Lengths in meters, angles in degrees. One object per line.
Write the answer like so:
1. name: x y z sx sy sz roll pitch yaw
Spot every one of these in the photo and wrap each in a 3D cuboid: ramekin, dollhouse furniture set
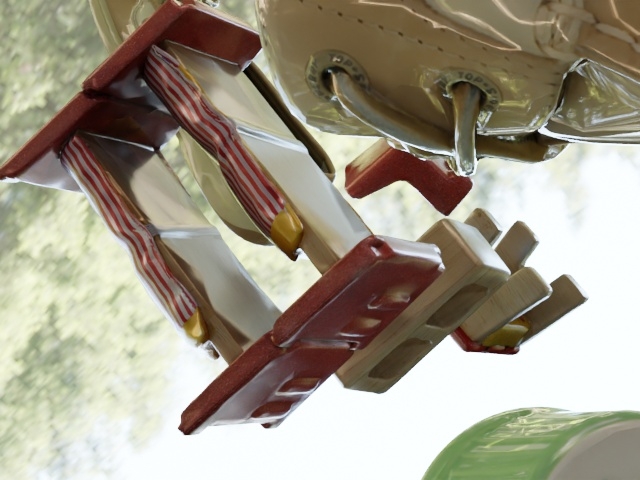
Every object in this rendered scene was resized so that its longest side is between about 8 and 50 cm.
1. ramekin: 0.227 0.280 1.452 0.303 0.148 0.303 7 -104 -29
2. dollhouse furniture set: 0.000 0.000 1.119 0.201 0.152 0.374 52 -163 21

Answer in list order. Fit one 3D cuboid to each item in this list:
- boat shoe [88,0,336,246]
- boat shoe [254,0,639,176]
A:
1. boat shoe: -0.083 -0.132 1.380 0.105 0.089 0.285 -15 -113 -54
2. boat shoe: 0.039 -0.068 0.418 0.341 0.122 0.110 40 -81 26
